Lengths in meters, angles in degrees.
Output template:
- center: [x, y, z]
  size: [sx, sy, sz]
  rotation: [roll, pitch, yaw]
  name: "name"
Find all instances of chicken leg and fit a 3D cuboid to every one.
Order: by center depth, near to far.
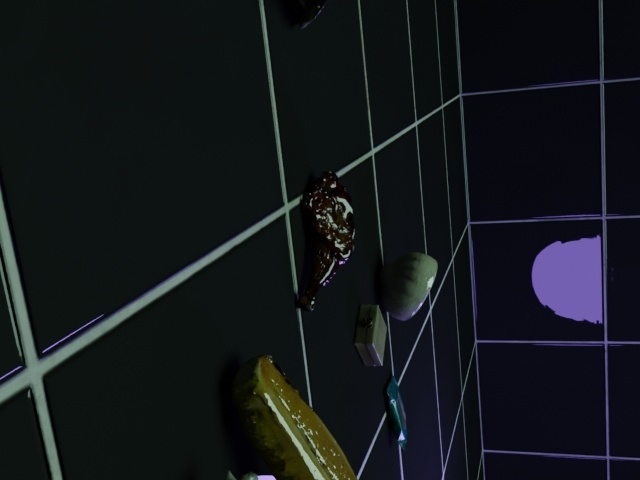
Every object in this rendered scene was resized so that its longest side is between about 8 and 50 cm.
- center: [0.005, 0.000, 1.009]
  size: [0.093, 0.053, 0.205]
  rotation: [17, 63, -47]
  name: "chicken leg"

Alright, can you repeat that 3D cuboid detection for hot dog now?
- center: [-0.011, 0.251, 0.787]
  size: [0.288, 0.068, 0.083]
  rotation: [61, 22, -15]
  name: "hot dog"

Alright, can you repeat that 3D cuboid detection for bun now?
- center: [0.157, 0.078, 1.409]
  size: [0.138, 0.094, 0.138]
  rotation: [-60, -175, 9]
  name: "bun"

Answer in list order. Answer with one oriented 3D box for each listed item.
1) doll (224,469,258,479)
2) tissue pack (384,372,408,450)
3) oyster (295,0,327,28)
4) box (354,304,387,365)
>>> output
- center: [-0.080, 0.306, 0.635]
  size: [0.149, 0.095, 0.192]
  rotation: [-56, 143, -58]
  name: "doll"
- center: [0.151, 0.342, 1.468]
  size: [0.085, 0.028, 0.137]
  rotation: [-50, 130, -69]
  name: "tissue pack"
- center: [-0.029, -0.404, 0.859]
  size: [0.351, 0.115, 0.237]
  rotation: [11, 86, -67]
  name: "oyster"
- center: [0.087, 0.163, 1.267]
  size: [0.083, 0.035, 0.079]
  rotation: [66, 28, -47]
  name: "box"
